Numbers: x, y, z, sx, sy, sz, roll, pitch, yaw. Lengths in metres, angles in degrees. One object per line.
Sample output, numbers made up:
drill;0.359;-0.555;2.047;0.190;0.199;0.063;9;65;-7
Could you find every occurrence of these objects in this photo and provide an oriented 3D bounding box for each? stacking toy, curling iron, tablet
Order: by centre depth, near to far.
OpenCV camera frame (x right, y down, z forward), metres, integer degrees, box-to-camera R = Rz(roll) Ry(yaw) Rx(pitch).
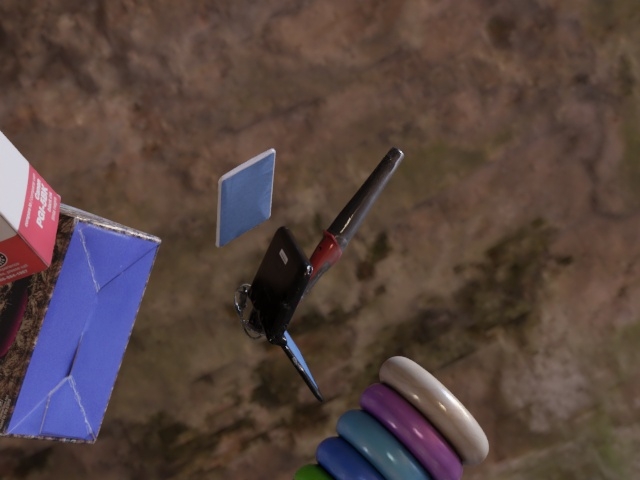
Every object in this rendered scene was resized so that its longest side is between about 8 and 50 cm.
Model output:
tablet;-0.058;-0.032;1.065;0.054;0.006;0.083;-32;-29;-27
stacking toy;0.012;0.275;1.385;0.330;0.141;0.141;-44;-5;-10
curling iron;0.000;0.000;1.570;0.274;0.068;0.035;-48;-13;0

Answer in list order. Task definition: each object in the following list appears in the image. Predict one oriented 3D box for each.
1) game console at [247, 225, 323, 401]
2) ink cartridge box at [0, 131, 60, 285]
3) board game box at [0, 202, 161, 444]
game console;-0.017;0.060;1.187;0.107;0.071;0.122;-65;19;11
ink cartridge box;-0.213;-0.031;0.710;0.099;0.056;0.135;-18;-46;18
board game box;-0.350;0.058;1.480;0.291;0.232;0.141;18;-1;34
